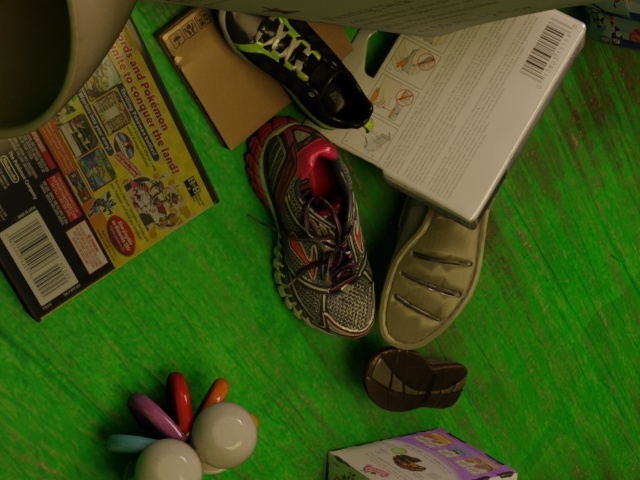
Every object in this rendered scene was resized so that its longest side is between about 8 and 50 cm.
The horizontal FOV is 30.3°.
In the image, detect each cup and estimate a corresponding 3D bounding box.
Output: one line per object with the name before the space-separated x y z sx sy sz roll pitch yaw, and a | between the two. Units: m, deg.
cup | -0.273 -0.292 1.040 0.237 0.331 0.331 -49 129 -41

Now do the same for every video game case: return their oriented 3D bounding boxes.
video game case | -0.265 -0.090 1.253 0.248 0.035 0.275 -35 120 -20

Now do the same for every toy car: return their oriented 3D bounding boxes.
toy car | -0.168 0.226 1.368 0.182 0.159 0.136 -32 86 -21

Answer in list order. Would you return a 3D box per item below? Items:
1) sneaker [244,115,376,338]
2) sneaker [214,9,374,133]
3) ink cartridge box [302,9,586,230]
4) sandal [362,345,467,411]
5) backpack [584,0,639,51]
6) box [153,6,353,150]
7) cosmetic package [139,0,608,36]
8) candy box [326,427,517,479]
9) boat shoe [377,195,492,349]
sneaker | 0.000 0.000 1.411 0.121 0.112 0.299 -34 122 -20
sneaker | -0.015 -0.204 1.316 0.234 0.097 0.084 40 82 -36
ink cartridge box | 0.149 -0.188 1.424 0.275 0.238 0.060 -59 165 -4
sandal | 0.120 0.180 1.588 0.219 0.060 0.090 9 106 -50
backpack | 0.464 -0.354 1.512 0.276 0.263 0.213 -34 121 -22
box | -0.071 -0.225 1.346 0.201 0.021 0.164 -41 123 -17
cosmetic package | 0.060 -0.396 1.152 0.393 0.329 0.328 0 90 -33
candy box | 0.132 0.324 1.569 0.196 0.165 0.070 -5 106 -32
boat shoe | 0.153 -0.007 1.504 0.113 0.103 0.302 22 93 -7
